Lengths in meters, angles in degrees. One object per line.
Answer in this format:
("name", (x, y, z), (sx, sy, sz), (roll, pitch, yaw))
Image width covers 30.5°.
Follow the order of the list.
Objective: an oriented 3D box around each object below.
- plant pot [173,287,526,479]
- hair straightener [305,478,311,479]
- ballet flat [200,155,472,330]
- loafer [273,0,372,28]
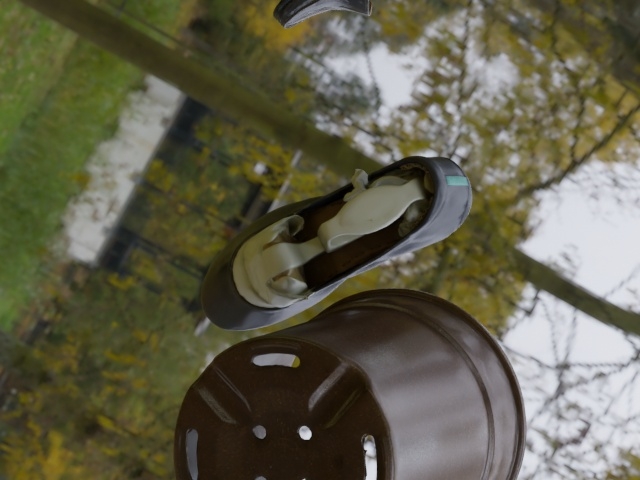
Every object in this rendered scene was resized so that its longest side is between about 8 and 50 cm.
("plant pot", (0.013, 0.111, 0.653), (0.167, 0.167, 0.165), (-59, 159, 12))
("hair straightener", (0.008, 0.235, 0.872), (0.089, 0.047, 0.230), (-21, -162, 0))
("ballet flat", (0.000, 0.000, 0.756), (0.203, 0.074, 0.074), (-25, -159, 15))
("loafer", (0.033, -0.251, 1.168), (0.170, 0.061, 0.062), (-28, 179, 14))
